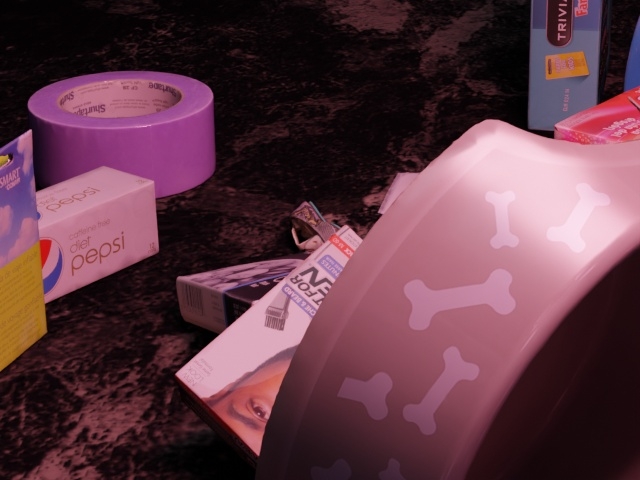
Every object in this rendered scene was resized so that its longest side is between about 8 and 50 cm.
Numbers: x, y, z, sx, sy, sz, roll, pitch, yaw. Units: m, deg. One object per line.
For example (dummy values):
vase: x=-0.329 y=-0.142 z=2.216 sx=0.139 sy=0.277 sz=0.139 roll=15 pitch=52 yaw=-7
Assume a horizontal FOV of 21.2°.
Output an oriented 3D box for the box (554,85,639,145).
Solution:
box: x=0.341 y=-0.055 z=1.512 sx=0.142 sy=0.154 sz=0.300 roll=18 pitch=28 yaw=37

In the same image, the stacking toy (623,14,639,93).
stacking toy: x=0.476 y=-0.159 z=1.797 sx=0.302 sy=0.175 sz=0.166 roll=-1 pitch=13 yaw=-38

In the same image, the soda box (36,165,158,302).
soda box: x=-0.240 y=0.004 z=1.491 sx=0.069 sy=0.074 sz=0.216 roll=17 pitch=28 yaw=35

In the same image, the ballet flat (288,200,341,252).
ballet flat: x=0.000 y=0.000 z=1.549 sx=0.041 sy=0.041 sz=0.114 roll=-10 pitch=24 yaw=-20

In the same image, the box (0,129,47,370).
box: x=-0.260 y=0.011 z=1.341 sx=0.042 sy=0.178 sz=0.109 roll=7 pitch=24 yaw=19

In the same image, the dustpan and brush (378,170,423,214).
dustpan and brush: x=0.169 y=-0.024 z=1.582 sx=0.211 sy=0.060 sz=0.147 roll=-3 pitch=17 yaw=12

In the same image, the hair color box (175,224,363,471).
hair color box: x=-0.009 y=0.079 z=1.205 sx=0.167 sy=0.053 sz=0.093 roll=-42 pitch=69 yaw=-17

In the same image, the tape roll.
tape roll: x=-0.202 y=-0.109 z=1.752 sx=0.189 sy=0.080 sz=0.189 roll=0 pitch=22 yaw=0

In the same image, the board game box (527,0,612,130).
board game box: x=0.282 y=-0.320 z=1.902 sx=0.079 sy=0.336 sz=0.254 roll=4 pitch=23 yaw=12

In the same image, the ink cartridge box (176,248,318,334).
ink cartridge box: x=0.012 y=0.036 z=1.372 sx=0.208 sy=0.045 sz=0.206 roll=-10 pitch=7 yaw=-20

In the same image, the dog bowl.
dog bowl: x=0.122 y=0.088 z=0.964 sx=0.102 sy=0.349 sz=0.349 roll=35 pitch=39 yaw=32
